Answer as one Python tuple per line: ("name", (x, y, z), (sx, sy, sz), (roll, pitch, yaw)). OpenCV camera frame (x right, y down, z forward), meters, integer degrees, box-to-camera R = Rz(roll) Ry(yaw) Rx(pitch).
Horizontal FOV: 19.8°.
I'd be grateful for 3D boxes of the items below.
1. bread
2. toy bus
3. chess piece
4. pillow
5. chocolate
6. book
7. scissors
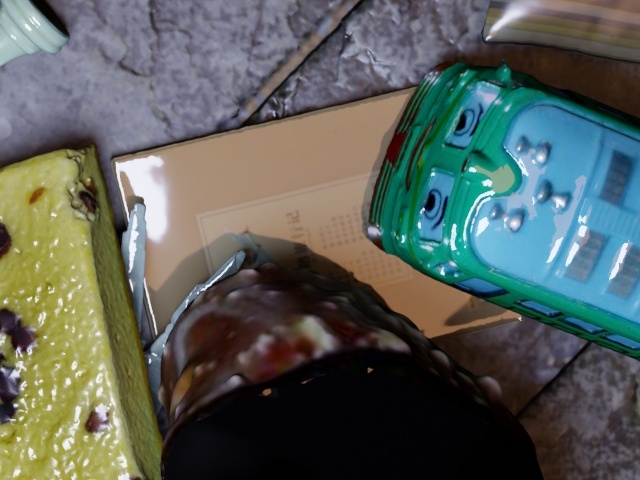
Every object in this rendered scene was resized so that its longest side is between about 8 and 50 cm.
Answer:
("bread", (-0.208, 0.111, 1.430), (0.138, 0.077, 0.361), (-15, 83, 14))
("toy bus", (0.229, -0.009, 1.453), (0.343, 0.199, 0.184), (20, 91, -12))
("chess piece", (-0.258, -0.152, 1.462), (0.103, 0.067, 0.067), (-40, 99, 7))
("pillow", (0.251, -0.249, 1.517), (0.208, 0.052, 0.212), (10, 92, -5))
("chocolate", (0.013, 0.146, 1.432), (0.340, 0.210, 0.225), (32, 107, -30))
("book", (0.000, 0.000, 1.527), (0.310, 0.021, 0.217), (-13, 98, -5))
("scissors", (-0.176, 0.159, 1.502), (0.256, 0.029, 0.383), (19, 100, -8))
